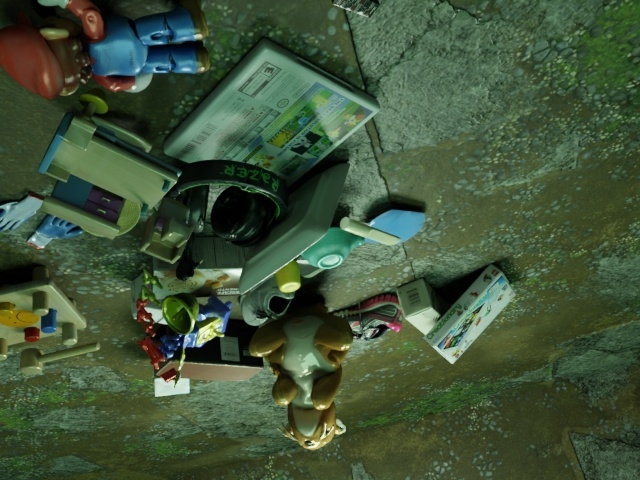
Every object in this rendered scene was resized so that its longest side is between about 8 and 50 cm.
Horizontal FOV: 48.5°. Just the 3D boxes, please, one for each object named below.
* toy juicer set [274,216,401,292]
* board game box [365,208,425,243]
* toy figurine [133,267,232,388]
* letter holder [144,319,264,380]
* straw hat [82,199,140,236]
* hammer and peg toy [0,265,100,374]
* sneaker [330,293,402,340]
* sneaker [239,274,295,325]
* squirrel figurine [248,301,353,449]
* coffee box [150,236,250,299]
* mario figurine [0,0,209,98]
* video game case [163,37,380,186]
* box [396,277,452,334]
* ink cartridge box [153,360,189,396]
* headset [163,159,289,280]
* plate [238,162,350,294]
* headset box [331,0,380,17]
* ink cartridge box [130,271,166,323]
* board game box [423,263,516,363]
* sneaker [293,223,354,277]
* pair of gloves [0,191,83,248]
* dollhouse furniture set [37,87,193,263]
[{"bbox_3d":[0.000,0.000,1.678,0.329,0.089,0.209,-24,147,16],"label":"toy juicer set"},{"bbox_3d":[0.183,-0.045,1.812,0.169,0.033,0.133,4,141,-33],"label":"board game box"},{"bbox_3d":[-0.313,0.177,1.761,0.217,0.191,0.362,-29,153,-35],"label":"toy figurine"},{"bbox_3d":[-0.359,0.345,2.147,0.302,0.151,0.214,11,144,-33],"label":"letter holder"},{"bbox_3d":[-0.452,-0.082,1.507,0.145,0.061,0.144,-9,132,-10],"label":"straw hat"},{"bbox_3d":[-0.739,0.210,1.821,0.266,0.127,0.361,-13,149,-2],"label":"hammer and peg toy"},{"bbox_3d":[0.114,0.269,2.220,0.299,0.112,0.121,-28,145,26],"label":"sneaker"},{"bbox_3d":[-0.150,0.175,1.971,0.105,0.115,0.281,4,145,-24],"label":"sneaker"},{"bbox_3d":[-0.029,0.393,2.063,0.281,0.397,0.370,-9,105,1],"label":"squirrel figurine"},{"bbox_3d":[-0.294,0.068,1.766,0.247,0.098,0.141,-1,147,-17],"label":"coffee box"},{"bbox_3d":[-0.348,-0.328,1.126,0.321,0.170,0.197,-11,106,-18],"label":"mario figurine"},{"bbox_3d":[-0.097,-0.228,1.416,0.300,0.036,0.329,19,137,-40],"label":"video game case"},{"bbox_3d":[0.340,0.224,2.224,0.094,0.113,0.275,-25,148,19],"label":"box"},{"bbox_3d":[-0.464,0.417,2.209,0.104,0.060,0.180,-3,-168,-13],"label":"ink cartridge box"},{"bbox_3d":[-0.226,-0.041,1.510,0.244,0.185,0.394,15,157,-26],"label":"headset"},{"bbox_3d":[-0.066,-0.039,1.548,0.045,0.277,0.278,42,125,-18],"label":"plate"},{"bbox_3d":[0.049,-0.404,1.153,0.083,0.062,0.032,11,142,-31],"label":"headset box"},{"bbox_3d":[-0.411,0.155,1.857,0.151,0.109,0.063,17,138,-38],"label":"ink cartridge box"},{"bbox_3d":[0.466,0.231,2.196,0.305,0.053,0.193,-47,143,0],"label":"board game box"},{"bbox_3d":[-0.018,0.020,1.798,0.118,0.083,0.222,19,136,-35],"label":"sneaker"},{"bbox_3d":[-0.625,-0.040,1.554,0.159,0.023,0.198,-27,146,23],"label":"pair of gloves"},{"bbox_3d":[-0.302,-0.141,1.211,0.287,0.198,0.303,25,150,-21],"label":"dollhouse furniture set"}]
